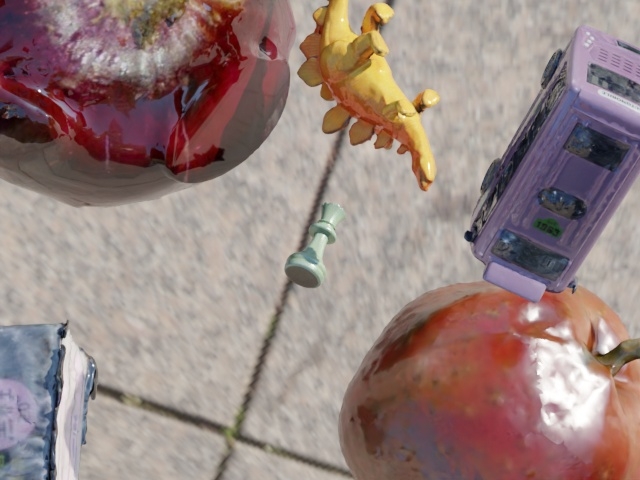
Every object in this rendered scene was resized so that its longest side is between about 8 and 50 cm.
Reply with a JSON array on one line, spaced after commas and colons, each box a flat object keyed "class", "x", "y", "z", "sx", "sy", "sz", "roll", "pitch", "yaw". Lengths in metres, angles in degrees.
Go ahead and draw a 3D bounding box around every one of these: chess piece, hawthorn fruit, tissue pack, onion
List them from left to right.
[{"class": "tissue pack", "x": -0.389, "y": 0.208, "z": 1.576, "sx": 0.361, "sy": 0.122, "sz": 0.259, "roll": -1, "pitch": 63, "yaw": 8}, {"class": "onion", "x": -0.254, "y": -0.230, "z": 1.853, "sx": 0.420, "sy": 0.398, "sz": 0.398, "roll": 18, "pitch": 73, "yaw": 55}, {"class": "chess piece", "x": 0.000, "y": 0.000, "z": 1.764, "sx": 0.042, "sy": 0.042, "sz": 0.093, "roll": 21, "pitch": 58, "yaw": 11}, {"class": "hawthorn fruit", "x": 0.169, "y": 0.157, "z": 1.580, "sx": 0.299, "sy": 0.275, "sz": 0.275, "roll": -33, "pitch": 71, "yaw": 34}]

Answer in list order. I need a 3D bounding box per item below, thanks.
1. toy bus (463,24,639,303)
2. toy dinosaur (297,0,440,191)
[{"class": "toy bus", "x": 0.185, "y": -0.052, "z": 1.337, "sx": 0.096, "sy": 0.199, "sz": 0.108, "roll": 24, "pitch": 38, "yaw": -4}, {"class": "toy dinosaur", "x": 0.032, "y": -0.161, "z": 1.705, "sx": 0.117, "sy": 0.070, "sz": 0.288, "roll": -41, "pitch": 66, "yaw": 37}]
